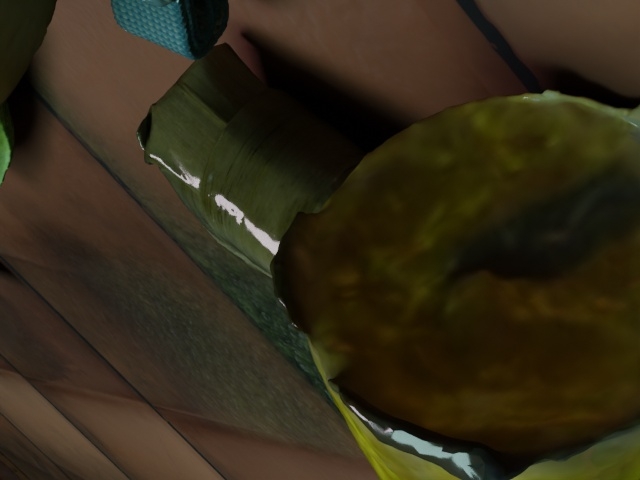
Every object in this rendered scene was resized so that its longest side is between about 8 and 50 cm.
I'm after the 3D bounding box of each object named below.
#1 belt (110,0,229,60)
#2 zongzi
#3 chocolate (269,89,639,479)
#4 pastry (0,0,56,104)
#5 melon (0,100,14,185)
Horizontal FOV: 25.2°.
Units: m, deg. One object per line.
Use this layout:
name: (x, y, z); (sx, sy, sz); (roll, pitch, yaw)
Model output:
belt: (-0.068, -0.117, 0.563); (0.065, 0.100, 0.179); (20, 161, 10)
zongzi: (0.000, 0.000, 0.713); (0.160, 0.078, 0.176); (42, 170, 30)
chocolate: (0.100, 0.118, 0.661); (0.162, 0.162, 0.445); (31, 159, 27)
pastry: (-0.232, -0.184, 0.596); (0.316, 0.184, 0.284); (31, 169, 25)
melon: (-0.302, -0.097, 1.004); (0.196, 0.124, 0.323); (39, 166, 10)
